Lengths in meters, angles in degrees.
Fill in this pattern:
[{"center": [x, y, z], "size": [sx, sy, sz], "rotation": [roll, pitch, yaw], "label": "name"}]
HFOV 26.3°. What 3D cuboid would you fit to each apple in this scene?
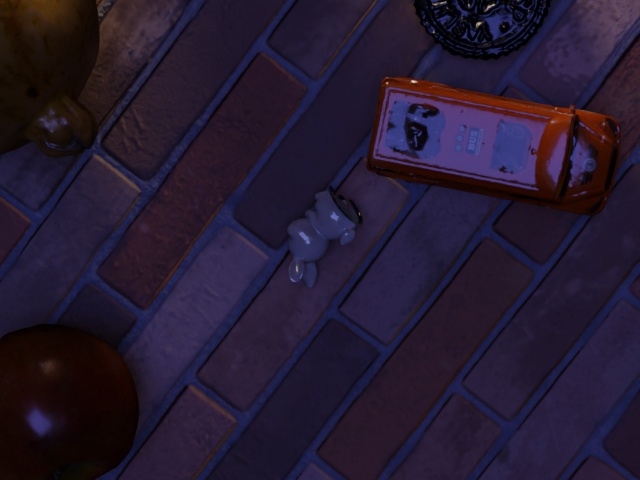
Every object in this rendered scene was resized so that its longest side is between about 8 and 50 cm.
[{"center": [-0.358, 0.222, 1.839], "size": [0.229, 0.230, 0.230], "rotation": [0, 95, 3], "label": "apple"}]

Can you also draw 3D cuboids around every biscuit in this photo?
[{"center": [0.216, -0.336, 1.830], "size": [0.194, 0.053, 0.195], "rotation": [0, 96, 3], "label": "biscuit"}]

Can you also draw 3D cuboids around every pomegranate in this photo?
[{"center": [-0.438, -0.255, 1.718], "size": [0.410, 0.410, 0.410], "rotation": [0, 95, 3], "label": "pomegranate"}]

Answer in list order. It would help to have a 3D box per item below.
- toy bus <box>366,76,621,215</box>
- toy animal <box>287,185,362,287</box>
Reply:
[{"center": [0.230, -0.124, 1.797], "size": [0.329, 0.153, 0.143], "rotation": [12, 94, 2], "label": "toy bus"}, {"center": [-0.003, -0.005, 1.862], "size": [0.124, 0.071, 0.085], "rotation": [-39, 72, 15], "label": "toy animal"}]
